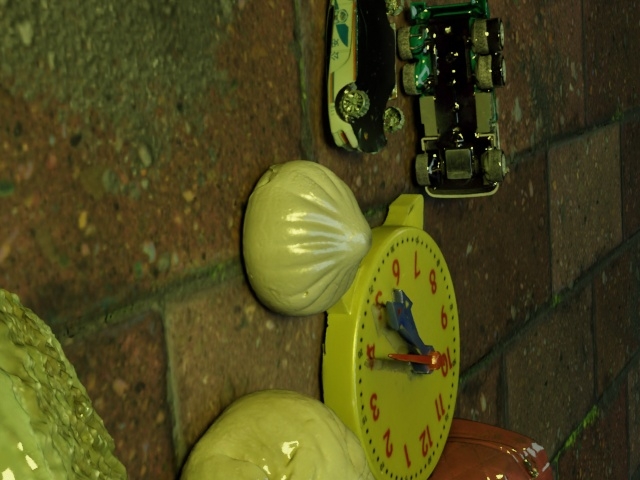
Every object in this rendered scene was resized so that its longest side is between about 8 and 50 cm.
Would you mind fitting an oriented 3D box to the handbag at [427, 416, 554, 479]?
[{"bbox_3d":[0.192,0.312,1.259,0.135,0.146,0.225,-59,141,-34],"label":"handbag"}]

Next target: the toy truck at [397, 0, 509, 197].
[{"bbox_3d":[0.158,-0.163,1.220,0.116,0.110,0.216,-45,130,-67],"label":"toy truck"}]

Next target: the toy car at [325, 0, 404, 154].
[{"bbox_3d":[0.040,-0.184,1.045,0.095,0.056,0.205,8,81,-62],"label":"toy car"}]

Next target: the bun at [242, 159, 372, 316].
[{"bbox_3d":[0.000,0.000,0.942,0.138,0.094,0.138,-17,109,-63],"label":"bun"}]

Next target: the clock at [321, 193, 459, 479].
[{"bbox_3d":[0.090,0.119,1.135,0.277,0.071,0.294,-50,134,-50],"label":"clock"}]

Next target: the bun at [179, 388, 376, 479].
[{"bbox_3d":[-0.029,0.219,0.859,0.193,0.127,0.179,-39,126,-52],"label":"bun"}]

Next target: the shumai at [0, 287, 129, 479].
[{"bbox_3d":[-0.207,0.139,0.530,0.225,0.222,0.261,63,-3,2],"label":"shumai"}]
